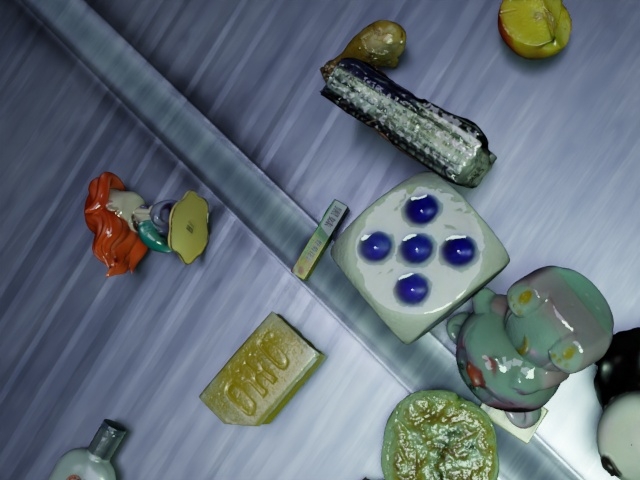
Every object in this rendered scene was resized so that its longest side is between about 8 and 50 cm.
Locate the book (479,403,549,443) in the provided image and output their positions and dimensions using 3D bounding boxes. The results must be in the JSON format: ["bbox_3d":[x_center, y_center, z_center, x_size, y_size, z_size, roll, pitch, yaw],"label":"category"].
[{"bbox_3d":[0.367,0.325,1.508,0.111,0.014,0.077,33,88,17],"label":"book"}]

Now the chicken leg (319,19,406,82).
[{"bbox_3d":[0.093,-0.393,1.677,0.208,0.101,0.085,-26,70,27],"label":"chicken leg"}]

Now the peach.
[{"bbox_3d":[0.423,-0.427,1.593,0.151,0.118,0.151,7,75,-27],"label":"peach"}]

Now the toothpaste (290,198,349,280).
[{"bbox_3d":[0.000,0.000,1.635,0.037,0.043,0.178,30,86,15],"label":"toothpaste"}]

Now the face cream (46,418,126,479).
[{"bbox_3d":[-0.494,0.509,1.626,0.144,0.071,0.291,30,86,16],"label":"face cream"}]

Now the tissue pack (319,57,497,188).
[{"bbox_3d":[0.184,-0.231,1.541,0.332,0.245,0.123,37,104,16],"label":"tissue pack"}]

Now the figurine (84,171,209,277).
[{"bbox_3d":[-0.388,-0.031,1.662,0.257,0.181,0.208,7,109,20],"label":"figurine"}]

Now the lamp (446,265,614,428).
[{"bbox_3d":[0.379,0.172,1.411,0.247,0.301,0.247,-26,70,-38],"label":"lamp"}]

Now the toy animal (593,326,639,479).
[{"bbox_3d":[0.575,0.286,1.345,0.213,0.212,0.266,-4,57,11],"label":"toy animal"}]

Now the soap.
[{"bbox_3d":[-0.117,0.274,1.591,0.140,0.073,0.232,41,90,20],"label":"soap"}]

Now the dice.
[{"bbox_3d":[0.183,0.032,1.480,0.251,0.259,0.243,-39,75,2],"label":"dice"}]

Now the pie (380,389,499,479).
[{"bbox_3d":[0.223,0.400,1.488,0.241,0.054,0.240,0,83,1],"label":"pie"}]

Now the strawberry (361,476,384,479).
[{"bbox_3d":[0.119,0.512,1.510,0.152,0.048,0.104,32,80,0],"label":"strawberry"}]
